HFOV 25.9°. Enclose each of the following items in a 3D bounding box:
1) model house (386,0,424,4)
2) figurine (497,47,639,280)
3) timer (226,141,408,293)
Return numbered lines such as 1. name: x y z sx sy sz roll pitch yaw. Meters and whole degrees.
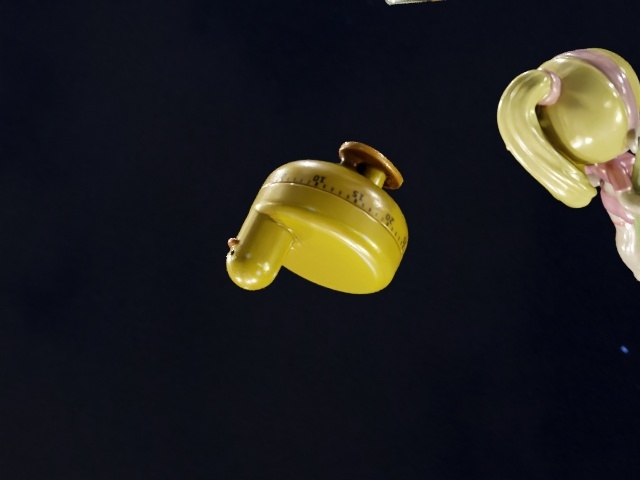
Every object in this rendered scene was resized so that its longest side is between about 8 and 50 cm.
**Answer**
1. model house: 0.140 -0.309 1.065 0.215 0.198 0.224 -8 -136 -5
2. figurine: 0.160 -0.030 0.773 0.083 0.187 0.083 -20 -143 16
3. timer: 0.000 0.000 0.914 0.107 0.107 0.109 12 -117 31
